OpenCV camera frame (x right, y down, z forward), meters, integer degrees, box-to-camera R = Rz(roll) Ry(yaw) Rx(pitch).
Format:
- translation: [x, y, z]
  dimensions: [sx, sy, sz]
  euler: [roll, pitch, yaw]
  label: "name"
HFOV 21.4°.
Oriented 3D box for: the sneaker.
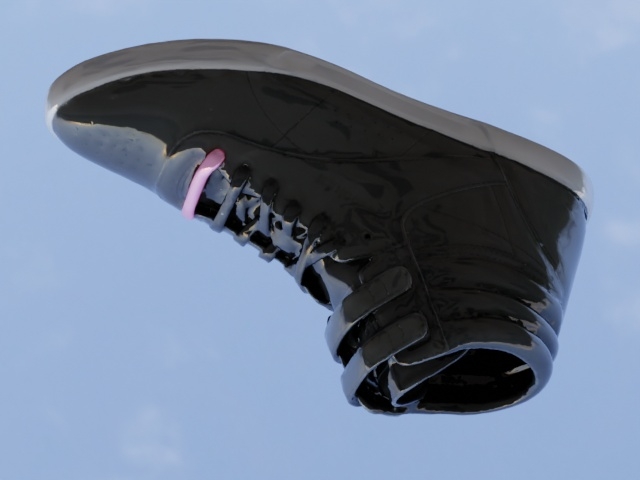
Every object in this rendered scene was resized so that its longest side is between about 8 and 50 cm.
- translation: [0.000, 0.000, 0.844]
  dimensions: [0.295, 0.104, 0.147]
  euler: [15, -126, -13]
  label: "sneaker"
